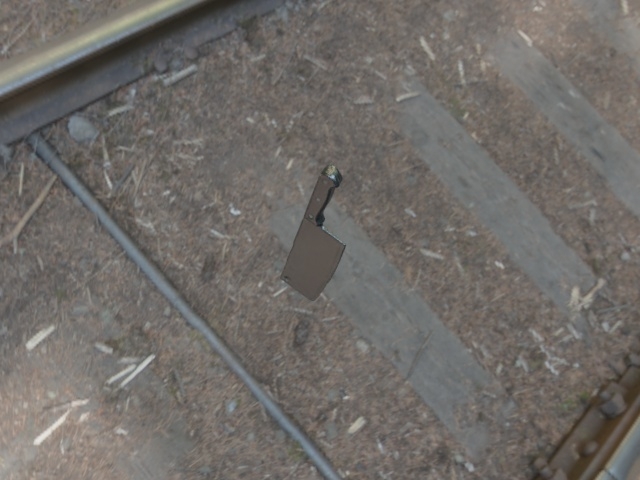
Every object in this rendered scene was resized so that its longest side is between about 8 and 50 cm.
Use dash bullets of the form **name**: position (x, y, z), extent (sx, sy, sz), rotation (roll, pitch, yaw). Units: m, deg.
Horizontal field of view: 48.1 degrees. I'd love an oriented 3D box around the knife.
- **knife**: position (0.000, 0.000, 0.940), extent (0.072, 0.245, 0.019), rotation (35, 51, 11)
